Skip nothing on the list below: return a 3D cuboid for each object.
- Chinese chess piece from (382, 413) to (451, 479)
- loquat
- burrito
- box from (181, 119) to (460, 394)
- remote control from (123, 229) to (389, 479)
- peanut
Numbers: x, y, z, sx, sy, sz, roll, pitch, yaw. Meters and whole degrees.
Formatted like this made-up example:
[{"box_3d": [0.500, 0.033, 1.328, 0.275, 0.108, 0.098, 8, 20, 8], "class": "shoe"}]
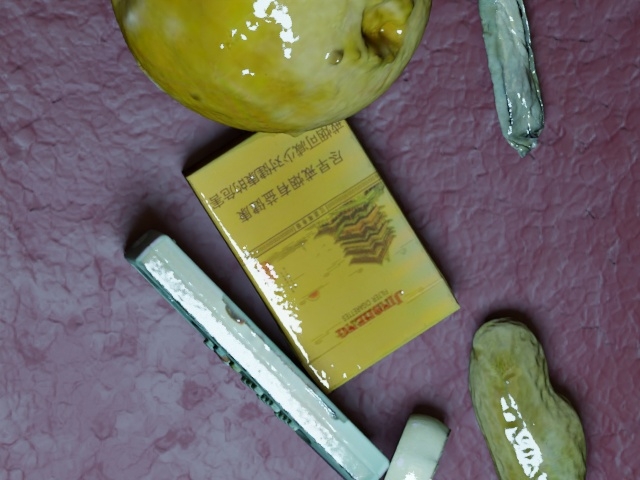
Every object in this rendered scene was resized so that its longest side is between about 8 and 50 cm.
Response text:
[{"box_3d": [0.095, 0.241, 1.974, 0.051, 0.122, 0.122, 22, 92, 6], "class": "Chinese chess piece"}, {"box_3d": [-0.049, -0.262, 1.814, 0.328, 0.328, 0.328, -1, 95, -8], "class": "loquat"}, {"box_3d": [0.204, -0.181, 1.990, 0.058, 0.045, 0.188, -13, 95, -24], "class": "burrito"}, {"box_3d": [0.000, 0.000, 1.963, 0.174, 0.076, 0.274, -33, 99, -3], "class": "box"}, {"box_3d": [-0.066, 0.123, 1.930, 0.050, 0.145, 0.344, -45, 98, -7], "class": "remote control"}, {"box_3d": [0.221, 0.189, 2.004, 0.108, 0.095, 0.226, -24, 94, -21], "class": "peanut"}]
